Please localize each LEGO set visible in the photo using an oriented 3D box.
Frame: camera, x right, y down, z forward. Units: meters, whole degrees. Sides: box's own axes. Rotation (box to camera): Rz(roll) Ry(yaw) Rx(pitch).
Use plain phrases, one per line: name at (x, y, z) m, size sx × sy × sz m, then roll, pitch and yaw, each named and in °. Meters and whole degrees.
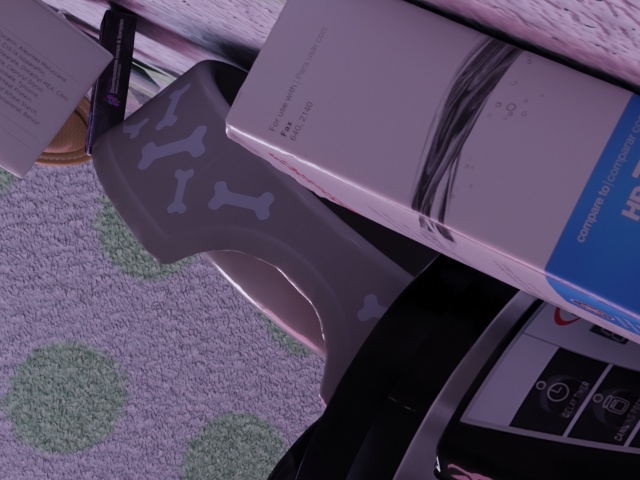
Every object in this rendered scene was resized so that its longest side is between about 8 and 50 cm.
LEGO set at (-0.226, -0.196, 1.532) m, size 0.182 × 0.060 × 0.244 m, roll 27°, pitch -169°, yaw -29°

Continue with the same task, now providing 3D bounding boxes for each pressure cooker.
pressure cooker at (0.172, 0.182, 0.798) m, size 0.420 × 0.375 × 0.370 m, roll 25°, pitch -178°, yaw 35°

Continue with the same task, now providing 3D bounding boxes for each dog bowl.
dog bowl at (0.000, 0.000, 1.080) m, size 0.349 × 0.102 × 0.349 m, roll 39°, pitch -167°, yaw -10°

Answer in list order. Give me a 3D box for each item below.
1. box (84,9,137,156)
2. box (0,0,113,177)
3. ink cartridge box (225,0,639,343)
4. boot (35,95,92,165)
box at (-0.175, -0.126, 1.203) m, size 0.029 × 0.116 × 0.162 m, roll 7°, pitch -177°, yaw -9°
box at (-0.281, -0.159, 1.111) m, size 0.182 × 0.119 × 0.181 m, roll 37°, pitch 179°, yaw -27°
ink cartridge box at (0.077, -0.028, 0.604) m, size 0.191 × 0.082 × 0.139 m, roll 27°, pitch 179°, yaw 23°
boot at (-0.323, -0.174, 1.564) m, size 0.283 × 0.109 × 0.220 m, roll 17°, pitch -161°, yaw 13°
